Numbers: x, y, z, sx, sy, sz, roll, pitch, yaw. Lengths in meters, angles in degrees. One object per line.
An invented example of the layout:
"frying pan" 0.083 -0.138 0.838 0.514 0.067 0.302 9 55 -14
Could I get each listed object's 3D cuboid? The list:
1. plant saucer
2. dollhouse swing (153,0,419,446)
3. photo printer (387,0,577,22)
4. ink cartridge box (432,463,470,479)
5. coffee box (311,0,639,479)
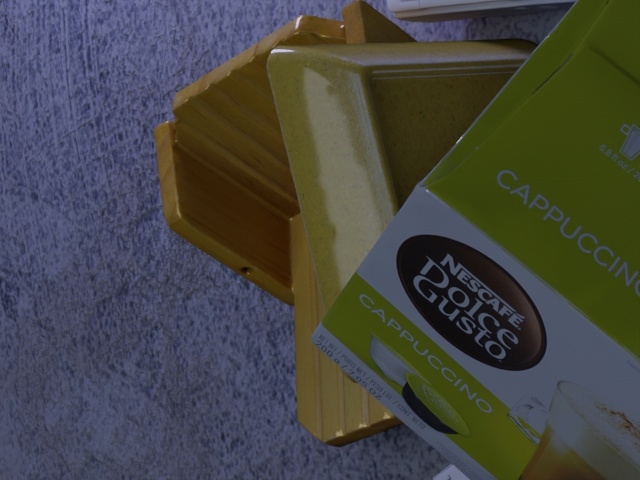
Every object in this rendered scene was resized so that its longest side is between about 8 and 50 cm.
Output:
"plant saucer" 0.139 -0.051 1.682 0.081 0.333 0.333 -29 71 54
"dollhouse swing" 0.000 0.000 1.847 0.347 0.315 0.305 -25 42 42
"photo printer" 0.182 -0.386 1.791 0.256 0.107 0.307 0 91 43
"ink cartridge box" 0.227 0.267 1.701 0.086 0.203 0.148 -43 63 37
"coffee box" 0.250 0.019 1.431 0.337 0.338 0.334 40 152 4
